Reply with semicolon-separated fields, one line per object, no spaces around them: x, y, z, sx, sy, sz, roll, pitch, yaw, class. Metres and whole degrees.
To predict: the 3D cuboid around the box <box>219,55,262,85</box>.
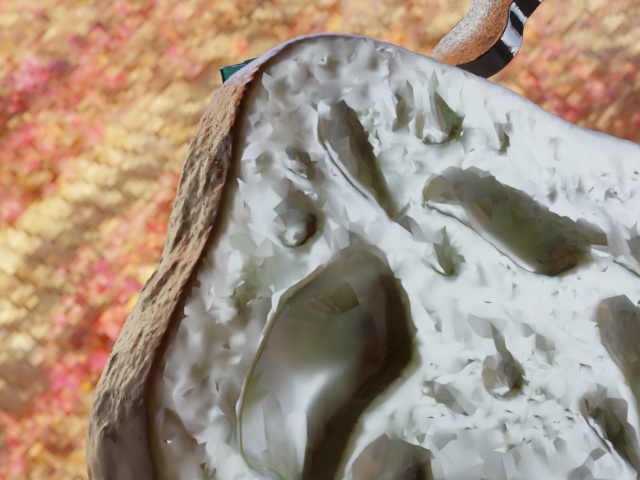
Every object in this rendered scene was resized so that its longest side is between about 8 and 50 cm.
0.000;0.000;1.273;0.153;0.092;0.245;74;4;-78;box

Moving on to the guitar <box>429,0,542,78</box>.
0.174;-0.226;1.547;0.025;0.233;0.088;45;-27;-26;guitar

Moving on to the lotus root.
0.058;0.073;0.900;0.375;0.390;0.111;60;-30;-4;lotus root
